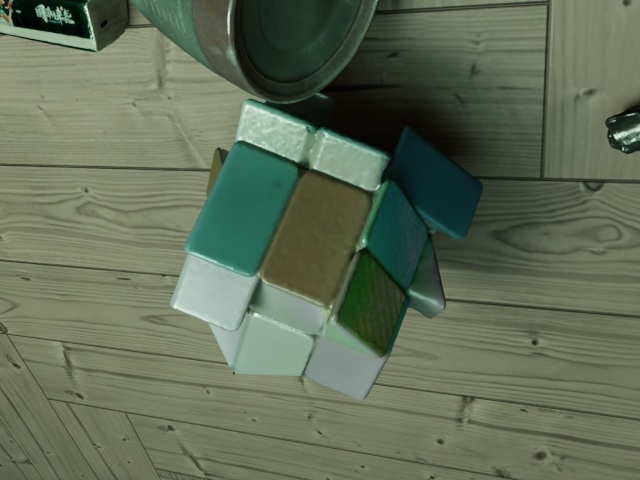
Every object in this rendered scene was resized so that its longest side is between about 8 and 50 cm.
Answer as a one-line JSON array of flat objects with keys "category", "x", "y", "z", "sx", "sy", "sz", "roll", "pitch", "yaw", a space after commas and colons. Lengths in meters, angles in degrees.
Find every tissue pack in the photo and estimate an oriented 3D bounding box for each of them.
[{"category": "tissue pack", "x": -0.373, "y": -0.330, "z": 0.946, "sx": 0.170, "sy": 0.103, "sz": 0.090, "roll": 14, "pitch": 128, "yaw": 10}]

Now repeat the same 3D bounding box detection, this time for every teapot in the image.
[{"category": "teapot", "x": -0.113, "y": -0.352, "z": 0.732, "sx": 0.312, "sy": 0.233, "sz": 0.314, "roll": 34, "pitch": 137, "yaw": 28}]

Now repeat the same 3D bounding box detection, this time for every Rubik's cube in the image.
[{"category": "Rubik's cube", "x": 0.000, "y": 0.000, "z": 0.885, "sx": 0.359, "sy": 0.387, "sz": 0.368, "roll": 20, "pitch": 131, "yaw": 2}]

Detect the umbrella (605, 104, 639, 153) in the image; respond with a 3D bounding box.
[{"category": "umbrella", "x": 0.498, "y": -0.168, "z": 0.726, "sx": 0.154, "sy": 0.128, "sz": 0.337, "roll": 51, "pitch": 136, "yaw": -2}]
